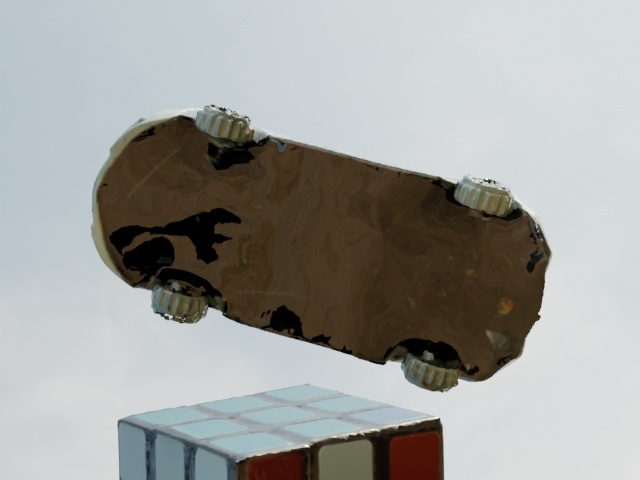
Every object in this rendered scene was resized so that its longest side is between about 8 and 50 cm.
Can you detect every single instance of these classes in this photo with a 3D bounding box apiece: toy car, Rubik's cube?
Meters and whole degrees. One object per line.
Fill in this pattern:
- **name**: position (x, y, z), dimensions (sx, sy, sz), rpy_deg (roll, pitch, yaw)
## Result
- **toy car**: position (0.000, 0.000, 0.749), dimensions (0.056, 0.205, 0.095), rpy_deg (-63, -12, -77)
- **Rubik's cube**: position (-0.026, 0.190, 1.094), dimensions (0.162, 0.160, 0.163), rpy_deg (-4, -83, -33)
